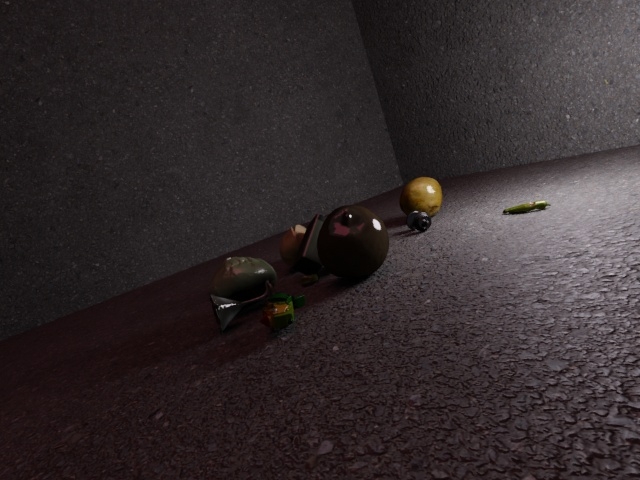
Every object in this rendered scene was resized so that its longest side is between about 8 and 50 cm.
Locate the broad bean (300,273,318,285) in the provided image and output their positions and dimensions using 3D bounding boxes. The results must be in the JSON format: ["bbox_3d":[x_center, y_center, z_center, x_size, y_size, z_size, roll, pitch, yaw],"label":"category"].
[{"bbox_3d":[-0.047,0.168,1.802,0.083,0.045,0.063,-15,-5,-32],"label":"broad bean"}]

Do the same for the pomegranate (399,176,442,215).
[{"bbox_3d":[0.579,-0.242,2.391,0.261,0.260,0.260,-17,10,3],"label":"pomegranate"}]

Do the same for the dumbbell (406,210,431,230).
[{"bbox_3d":[0.500,-0.098,2.129,0.099,0.099,0.208,-20,11,-10],"label":"dumbbell"}]

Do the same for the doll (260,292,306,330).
[{"bbox_3d":[-0.127,0.235,1.379,0.135,0.106,0.186,-5,11,6],"label":"doll"}]

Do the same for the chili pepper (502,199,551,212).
[{"bbox_3d":[0.898,-0.145,1.841,0.208,0.043,0.049,-9,26,46],"label":"chili pepper"}]

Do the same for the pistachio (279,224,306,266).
[{"bbox_3d":[-0.104,0.029,2.143,0.230,0.229,0.309,-17,8,4],"label":"pistachio"}]

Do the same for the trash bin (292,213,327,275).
[{"bbox_3d":[-0.026,0.027,1.918,0.164,0.122,0.240,-48,18,57],"label":"trash bin"}]

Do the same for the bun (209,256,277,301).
[{"bbox_3d":[-0.339,0.156,1.762,0.293,0.187,0.293,-20,-17,-6],"label":"bun"}]

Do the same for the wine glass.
[{"bbox_3d":[-0.287,0.238,1.572,0.232,0.156,0.156,-16,9,-19],"label":"wine glass"}]

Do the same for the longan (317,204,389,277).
[{"bbox_3d":[0.129,0.006,1.657,0.297,0.297,0.297,-17,10,3],"label":"longan"}]
